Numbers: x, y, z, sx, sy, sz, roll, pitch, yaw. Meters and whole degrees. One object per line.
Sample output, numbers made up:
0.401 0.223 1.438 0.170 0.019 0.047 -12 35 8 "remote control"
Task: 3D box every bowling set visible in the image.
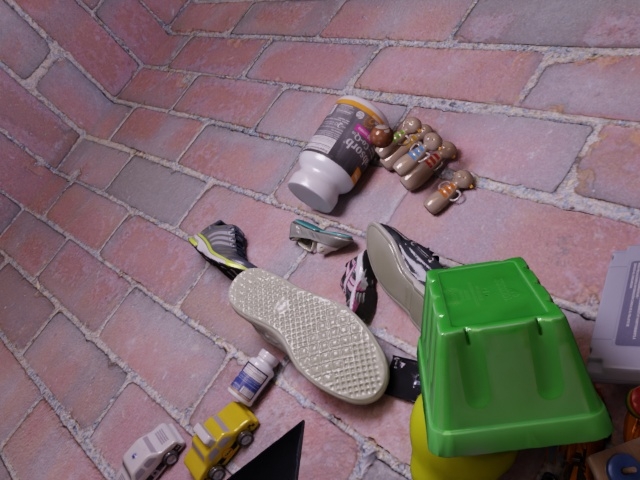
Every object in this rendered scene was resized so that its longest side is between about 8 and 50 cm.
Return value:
0.222 -0.214 1.503 0.154 0.200 0.287 -40 45 3 "bowling set"

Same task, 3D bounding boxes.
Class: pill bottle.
0.044 -0.219 1.671 0.162 0.162 0.278 17 69 46 "pill bottle"
-0.146 0.303 1.459 0.067 0.067 0.120 26 75 48 "pill bottle"

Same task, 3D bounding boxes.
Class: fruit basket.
0.264 0.247 1.030 0.283 0.392 0.391 -9 48 8 "fruit basket"

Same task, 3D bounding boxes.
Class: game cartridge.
0.538 0.110 1.013 0.196 0.060 0.294 -8 33 39 "game cartridge"

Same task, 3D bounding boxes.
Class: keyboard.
0.207 0.260 1.243 0.180 0.023 0.108 6 67 41 "keyboard"

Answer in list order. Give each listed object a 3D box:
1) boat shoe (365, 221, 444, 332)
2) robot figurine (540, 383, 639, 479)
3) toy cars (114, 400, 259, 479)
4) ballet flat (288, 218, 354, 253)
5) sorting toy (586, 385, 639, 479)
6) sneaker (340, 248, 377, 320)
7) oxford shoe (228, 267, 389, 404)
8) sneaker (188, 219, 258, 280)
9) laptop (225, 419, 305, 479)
0.204 0.069 1.344 0.113 0.127 0.340 -10 34 -21 "boat shoe"
0.414 0.347 0.951 0.211 0.085 0.290 -3 55 39 "robot figurine"
-0.317 0.463 1.449 0.394 0.087 0.176 -22 45 24 "toy cars"
0.000 0.000 1.608 0.213 0.072 0.068 19 97 47 "ballet flat"
0.448 0.334 0.857 0.133 0.046 0.274 -16 68 -8 "sorting toy"
0.079 0.108 1.452 0.077 0.072 0.178 -25 35 38 "sneaker"
-0.021 0.200 1.405 0.449 0.130 0.169 30 73 37 "oxford shoe"
-0.245 0.020 1.752 0.121 0.111 0.300 -48 43 -11 "sneaker"
-0.103 0.583 1.054 0.382 0.236 0.407 -42 69 17 "laptop"
